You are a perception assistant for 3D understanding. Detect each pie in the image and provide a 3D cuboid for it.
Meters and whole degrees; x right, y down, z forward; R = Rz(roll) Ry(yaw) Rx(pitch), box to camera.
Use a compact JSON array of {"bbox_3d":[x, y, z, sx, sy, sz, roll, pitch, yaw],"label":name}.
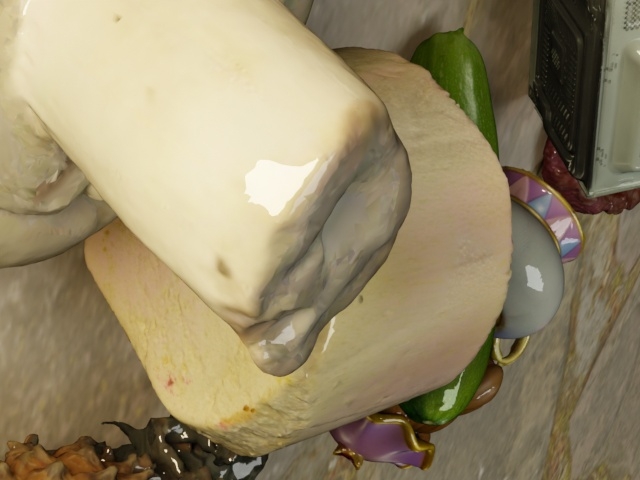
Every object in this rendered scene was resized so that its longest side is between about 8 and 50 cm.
[{"bbox_3d":[0.287,-0.119,1.345,0.204,0.054,0.218,8,111,-54],"label":"pie"}]

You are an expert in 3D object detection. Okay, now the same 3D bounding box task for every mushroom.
[{"bbox_3d":[-0.089,-0.099,0.632,0.314,0.336,0.314,-34,148,-25],"label":"mushroom"}]

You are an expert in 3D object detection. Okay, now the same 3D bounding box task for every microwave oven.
[{"bbox_3d":[0.236,-0.160,1.134,0.122,0.162,0.208,-11,133,-7],"label":"microwave oven"}]

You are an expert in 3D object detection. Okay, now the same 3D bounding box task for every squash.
[{"bbox_3d":[0.088,-0.010,1.062,0.082,0.082,0.292,36,53,-57],"label":"squash"}]

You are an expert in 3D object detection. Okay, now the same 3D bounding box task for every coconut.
[{"bbox_3d":[0.000,0.000,0.920,0.244,0.239,0.239,-16,129,-45],"label":"coconut"}]

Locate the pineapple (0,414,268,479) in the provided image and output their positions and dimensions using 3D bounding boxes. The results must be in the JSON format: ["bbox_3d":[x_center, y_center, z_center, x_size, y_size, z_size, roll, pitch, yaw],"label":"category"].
[{"bbox_3d":[-0.143,0.198,0.942,0.357,0.223,0.223,-35,143,-50],"label":"pineapple"}]

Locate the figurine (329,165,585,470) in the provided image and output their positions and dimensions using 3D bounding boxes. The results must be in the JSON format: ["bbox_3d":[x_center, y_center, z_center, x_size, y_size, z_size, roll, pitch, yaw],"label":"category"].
[{"bbox_3d":[0.091,0.064,1.162,0.263,0.142,0.189,-46,121,-23],"label":"figurine"}]
